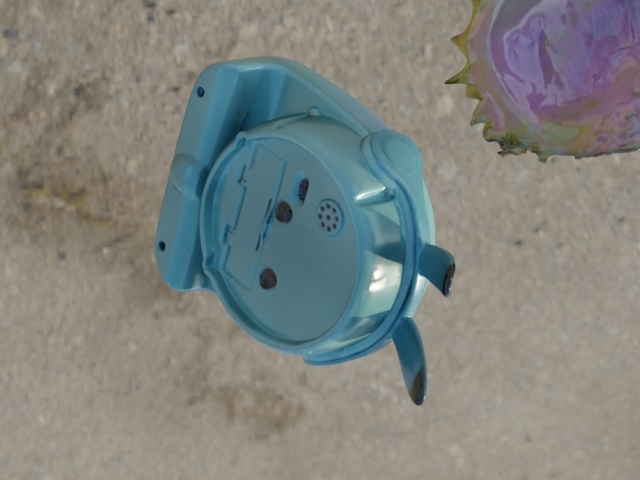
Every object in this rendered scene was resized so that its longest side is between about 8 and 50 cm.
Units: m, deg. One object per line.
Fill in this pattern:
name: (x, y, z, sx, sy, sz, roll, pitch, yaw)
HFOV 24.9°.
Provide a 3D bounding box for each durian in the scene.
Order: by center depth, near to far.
durian: (0.174, -0.097, 0.678, 0.165, 0.132, 0.182, 25, 157, -32)

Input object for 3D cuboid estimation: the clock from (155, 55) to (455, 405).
clock: (0.001, 0.000, 0.567, 0.045, 0.147, 0.108, -14, 129, -46)
